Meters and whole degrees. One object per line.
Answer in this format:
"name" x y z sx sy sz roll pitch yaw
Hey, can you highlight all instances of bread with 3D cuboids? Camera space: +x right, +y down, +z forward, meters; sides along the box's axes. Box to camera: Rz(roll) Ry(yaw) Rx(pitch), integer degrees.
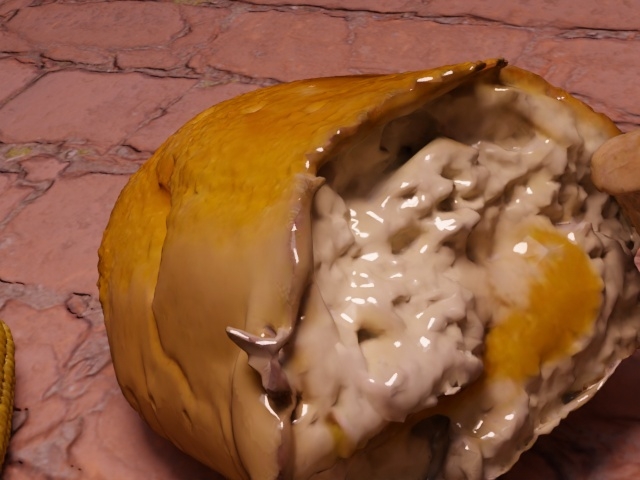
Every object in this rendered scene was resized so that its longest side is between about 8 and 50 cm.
"bread" 0.000 0.000 0.705 0.361 0.250 0.394 -29 25 -28

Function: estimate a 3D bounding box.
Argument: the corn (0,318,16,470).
"corn" -0.299 0.156 0.741 0.094 0.093 0.244 -11 43 -2

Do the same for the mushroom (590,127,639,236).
"mushroom" 0.308 0.063 0.592 0.123 0.351 0.095 -37 0 13
